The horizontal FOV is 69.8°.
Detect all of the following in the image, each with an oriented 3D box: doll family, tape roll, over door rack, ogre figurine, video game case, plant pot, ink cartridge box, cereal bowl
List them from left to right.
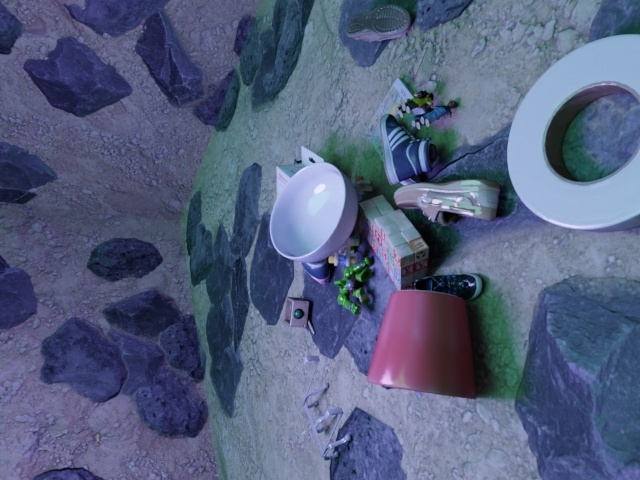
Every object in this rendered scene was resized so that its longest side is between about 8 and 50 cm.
[{"bbox_3d":[-0.084,-0.168,1.784,0.207,0.119,0.353,43,137,52],"label":"ink cartridge box"},{"bbox_3d":[-0.005,-0.080,1.512,0.339,0.141,0.339,-21,57,37],"label":"cereal bowl"},{"bbox_3d":[0.021,0.594,1.635,0.239,0.108,0.324,-121,26,-45],"label":"over door rack"},{"bbox_3d":[0.115,0.155,1.595,0.118,0.097,0.197,-5,84,52],"label":"ogre figurine"},{"bbox_3d":[0.247,-0.394,1.538,0.227,0.026,0.206,-58,40,37],"label":"video game case"},{"bbox_3d":[0.267,0.264,1.190,0.275,0.275,0.243,-15,63,57],"label":"plant pot"},{"bbox_3d":[0.315,-0.391,1.355,0.193,0.111,0.076,52,164,33],"label":"doll family"},{"bbox_3d":[0.568,-0.210,0.933,0.392,0.072,0.392,-15,72,56],"label":"tape roll"}]

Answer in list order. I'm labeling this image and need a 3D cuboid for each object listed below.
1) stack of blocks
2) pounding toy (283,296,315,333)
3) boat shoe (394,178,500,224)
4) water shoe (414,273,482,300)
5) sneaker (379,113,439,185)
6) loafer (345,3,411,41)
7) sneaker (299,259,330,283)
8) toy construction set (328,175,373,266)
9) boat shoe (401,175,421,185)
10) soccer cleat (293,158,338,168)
[{"bbox_3d":[0.215,-0.008,1.390,0.171,0.087,0.297,79,169,-46],"label":"stack of blocks"},{"bbox_3d":[-0.085,0.312,1.918,0.141,0.100,0.130,-177,93,-70],"label":"pounding toy"},{"bbox_3d":[0.327,-0.099,1.262,0.341,0.122,0.110,2,86,58],"label":"boat shoe"},{"bbox_3d":[0.339,0.129,1.242,0.203,0.080,0.073,-15,72,57],"label":"water shoe"},{"bbox_3d":[0.269,-0.297,1.393,0.153,0.099,0.282,-16,51,21],"label":"sneaker"},{"bbox_3d":[0.212,-0.752,1.602,0.268,0.092,0.102,19,104,42],"label":"loafer"},{"bbox_3d":[-0.055,0.071,1.884,0.319,0.112,0.131,-131,22,-58],"label":"sneaker"},{"bbox_3d":[0.079,-0.072,1.637,0.215,0.151,0.327,172,114,-85],"label":"toy construction set"},{"bbox_3d":[0.274,-0.220,1.436,0.184,0.066,0.063,-109,37,-50],"label":"boat shoe"},{"bbox_3d":[-0.007,-0.241,1.875,0.331,0.116,0.143,36,138,53],"label":"soccer cleat"}]
